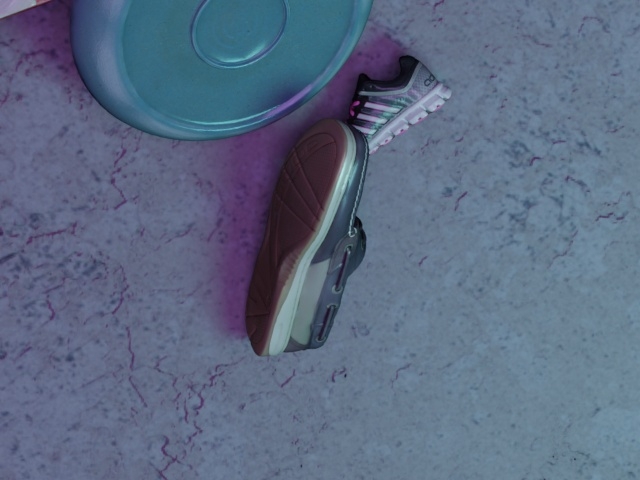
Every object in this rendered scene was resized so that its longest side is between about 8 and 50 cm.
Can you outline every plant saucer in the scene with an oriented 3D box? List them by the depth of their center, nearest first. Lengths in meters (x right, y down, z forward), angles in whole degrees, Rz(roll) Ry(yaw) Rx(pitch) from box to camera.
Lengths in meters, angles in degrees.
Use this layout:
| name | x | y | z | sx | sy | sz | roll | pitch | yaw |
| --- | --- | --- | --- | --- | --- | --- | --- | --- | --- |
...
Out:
| name | x | y | z | sx | sy | sz | roll | pitch | yaw |
| --- | --- | --- | --- | --- | --- | --- | --- | --- | --- |
| plant saucer | -0.082 | -0.217 | 1.602 | 0.317 | 0.044 | 0.318 | -16 | 134 | -17 |

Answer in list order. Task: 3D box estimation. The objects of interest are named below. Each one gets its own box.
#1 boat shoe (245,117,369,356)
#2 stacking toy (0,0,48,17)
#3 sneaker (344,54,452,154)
| name | x | y | z | sx | sy | sz | roll | pitch | yaw |
| --- | --- | --- | --- | --- | --- | --- | --- | --- | --- |
| boat shoe | 0.000 | 0.000 | 1.705 | 0.092 | 0.103 | 0.285 | 1 | 125 | -28 |
| stacking toy | -0.387 | -0.236 | 1.521 | 0.308 | 0.279 | 0.130 | -21 | 100 | -4 |
| sneaker | 0.048 | -0.131 | 1.716 | 0.170 | 0.063 | 0.075 | -34 | 93 | 7 |
